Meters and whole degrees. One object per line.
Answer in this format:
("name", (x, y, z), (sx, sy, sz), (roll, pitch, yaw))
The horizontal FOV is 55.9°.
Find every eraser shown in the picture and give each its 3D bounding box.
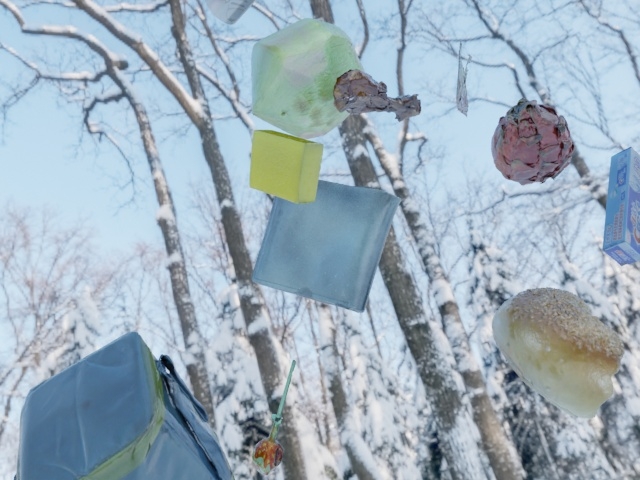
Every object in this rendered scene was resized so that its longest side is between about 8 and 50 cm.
("eraser", (-0.057, -0.119, 0.958), (0.045, 0.122, 0.097), (-10, -67, -46))

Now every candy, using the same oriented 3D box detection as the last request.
("candy", (-0.065, 0.271, 0.926), (0.049, 0.184, 0.055), (15, 4, -8))

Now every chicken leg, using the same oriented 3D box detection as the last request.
("chicken leg", (0.146, -0.362, 1.553), (0.305, 0.093, 0.113), (5, -53, -43))

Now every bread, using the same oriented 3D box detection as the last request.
("bread", (0.431, 0.175, 1.149), (0.171, 0.192, 0.314), (-59, -1, 20))

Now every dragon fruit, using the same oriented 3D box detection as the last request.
("dragon fruit", (0.645, -0.304, 1.851), (0.245, 0.244, 0.298), (-18, -50, 4))

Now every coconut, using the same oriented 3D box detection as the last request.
("coconut", (-0.051, -0.427, 1.633), (0.329, 0.281, 0.328), (-25, -39, -22))

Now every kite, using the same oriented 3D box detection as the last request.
("kite", (0.230, -0.256, 0.968), (0.011, 0.156, 0.139), (4, -41, 22))

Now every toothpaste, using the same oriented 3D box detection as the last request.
("toothpaste", (0.615, -0.072, 1.207), (0.066, 0.272, 0.053), (38, -37, -17))

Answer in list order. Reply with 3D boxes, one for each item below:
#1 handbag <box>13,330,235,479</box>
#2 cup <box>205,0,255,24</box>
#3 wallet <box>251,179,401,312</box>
("handbag", (-0.249, 0.292, 0.806), (0.222, 0.263, 0.241), (-34, -55, -9))
("cup", (-0.221, -0.613, 1.485), (0.133, 0.099, 0.136), (-33, -8, 35))
("wallet", (0.000, 0.000, 1.243), (0.291, 0.251, 0.054), (11, -10, 31))
